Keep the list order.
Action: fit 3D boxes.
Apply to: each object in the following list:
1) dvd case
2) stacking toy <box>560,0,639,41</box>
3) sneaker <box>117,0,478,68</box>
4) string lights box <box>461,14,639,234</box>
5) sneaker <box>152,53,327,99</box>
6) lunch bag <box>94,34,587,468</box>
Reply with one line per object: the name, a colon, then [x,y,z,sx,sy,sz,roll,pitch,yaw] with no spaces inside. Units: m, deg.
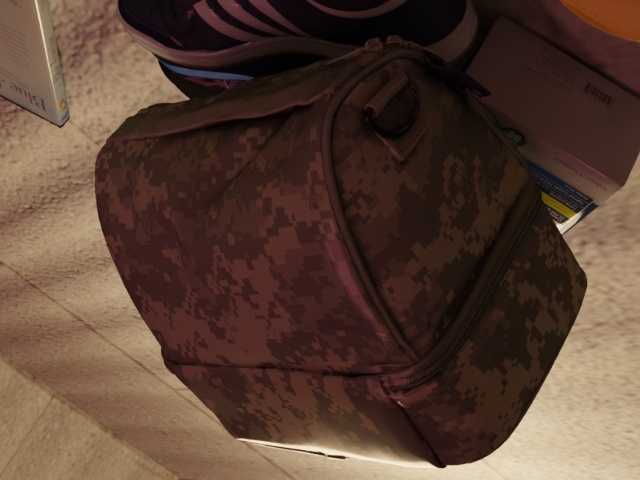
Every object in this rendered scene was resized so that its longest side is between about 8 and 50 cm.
dvd case: [-0.357,-0.229,1.075,0.180,0.022,0.253,27,155,6]
stacking toy: [0.236,-0.232,0.396,0.309,0.130,0.279,6,124,33]
sneaker: [-0.043,-0.192,0.695,0.282,0.099,0.153,9,161,25]
string lights box: [0.134,-0.051,0.813,0.133,0.076,0.259,31,154,0]
sneaker: [-0.028,-0.131,0.855,0.232,0.081,0.090,22,169,14]
lunch bag: [0.000,0.000,0.718,0.305,0.212,0.256,-2,133,48]
